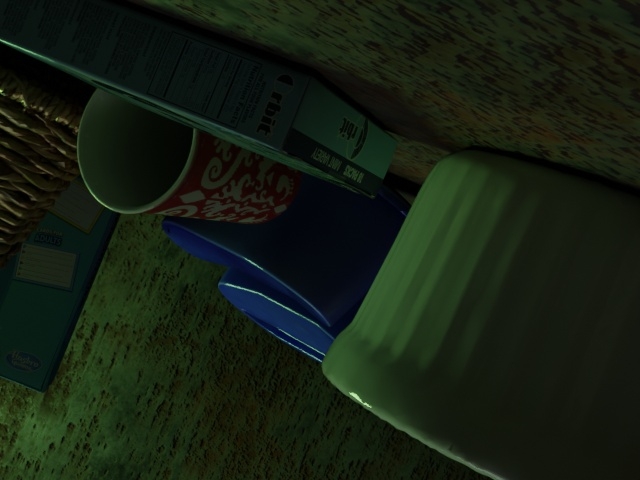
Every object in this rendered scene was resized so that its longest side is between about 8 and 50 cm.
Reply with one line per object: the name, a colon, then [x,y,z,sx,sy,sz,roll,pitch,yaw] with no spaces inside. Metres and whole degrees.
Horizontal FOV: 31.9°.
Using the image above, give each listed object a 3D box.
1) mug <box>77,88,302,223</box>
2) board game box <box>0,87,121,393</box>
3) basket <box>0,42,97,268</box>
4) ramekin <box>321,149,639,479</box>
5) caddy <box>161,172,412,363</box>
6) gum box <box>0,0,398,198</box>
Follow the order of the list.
mug: [-0.097,-0.085,0.896,0.113,0.150,0.169,-18,165,27]
board game box: [-0.337,-0.047,1.159,0.254,0.336,0.079,23,-179,-6]
basket: [-0.335,-0.156,0.959,0.299,0.223,0.213,27,-139,-22]
ramekin: [0.151,0.058,0.573,0.277,0.135,0.277,22,-179,0]
caddy: [0.000,0.000,1.154,0.341,0.179,0.241,24,158,47]
gum box: [-0.065,-0.082,0.604,0.184,0.041,0.157,24,-179,20]
